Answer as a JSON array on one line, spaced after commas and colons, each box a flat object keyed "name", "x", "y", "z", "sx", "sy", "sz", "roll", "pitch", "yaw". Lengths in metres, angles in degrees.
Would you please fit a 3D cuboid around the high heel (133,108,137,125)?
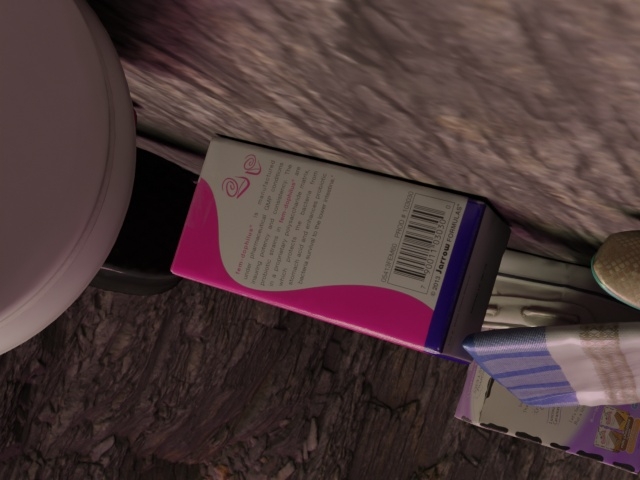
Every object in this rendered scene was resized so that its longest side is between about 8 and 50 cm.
[{"name": "high heel", "x": -0.202, "y": -0.023, "z": 0.703, "sx": 0.244, "sy": 0.082, "sz": 0.117, "roll": -24, "pitch": -121, "yaw": -41}]

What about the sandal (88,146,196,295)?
[{"name": "sandal", "x": -0.314, "y": -0.045, "z": 0.865, "sx": 0.445, "sy": 0.168, "sz": 0.107, "roll": 21, "pitch": 144, "yaw": -22}]

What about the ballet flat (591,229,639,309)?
[{"name": "ballet flat", "x": 0.240, "y": 0.022, "z": 0.625, "sx": 0.168, "sy": 0.057, "sz": 0.052, "roll": 15, "pitch": 148, "yaw": -19}]

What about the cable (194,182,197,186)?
[{"name": "cable", "x": -0.207, "y": -0.074, "z": 1.129, "sx": 0.150, "sy": 0.047, "sz": 0.184, "roll": 20, "pitch": 180, "yaw": 34}]

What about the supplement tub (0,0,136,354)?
[{"name": "supplement tub", "x": -0.182, "y": -0.039, "z": 0.490, "sx": 0.191, "sy": 0.191, "sz": 0.272, "roll": 18, "pitch": 175, "yaw": -10}]

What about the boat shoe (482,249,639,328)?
[{"name": "boat shoe", "x": 0.217, "y": 0.068, "z": 0.920, "sx": 0.267, "sy": 0.088, "sz": 0.096, "roll": 15, "pitch": 175, "yaw": 30}]

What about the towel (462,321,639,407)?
[{"name": "towel", "x": 0.266, "y": 0.093, "z": 0.787, "sx": 0.285, "sy": 0.034, "sz": 0.209, "roll": -4, "pitch": 162, "yaw": 19}]

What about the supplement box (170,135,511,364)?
[{"name": "supplement box", "x": 0.016, "y": 0.007, "z": 0.804, "sx": 0.220, "sy": 0.111, "sz": 0.114, "roll": 16, "pitch": 176, "yaw": 22}]

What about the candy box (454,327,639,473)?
[{"name": "candy box", "x": 0.263, "y": 0.142, "z": 1.146, "sx": 0.196, "sy": 0.165, "sz": 0.070, "roll": 19, "pitch": 174, "yaw": -13}]
